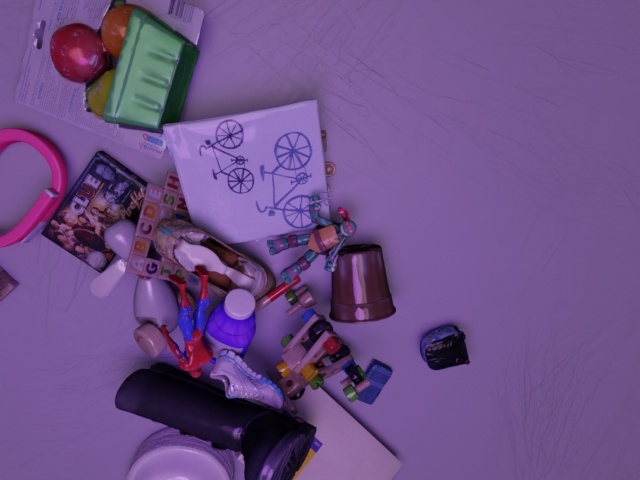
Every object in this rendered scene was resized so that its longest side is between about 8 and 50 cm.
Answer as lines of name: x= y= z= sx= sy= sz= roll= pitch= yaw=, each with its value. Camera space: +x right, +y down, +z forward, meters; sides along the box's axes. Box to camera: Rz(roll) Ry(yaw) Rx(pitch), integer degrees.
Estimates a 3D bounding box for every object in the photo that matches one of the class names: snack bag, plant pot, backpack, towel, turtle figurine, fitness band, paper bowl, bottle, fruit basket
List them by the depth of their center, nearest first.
fruit basket: x=-0.450 y=-0.387 z=1.039 sx=0.352 sy=0.165 sz=0.327 roll=22 pitch=102 yaw=6
fitness band: x=-0.708 y=-0.115 z=1.102 sx=0.209 sy=0.054 sz=0.291 roll=43 pitch=98 yaw=-2
snack bag: x=-0.152 y=-0.136 z=1.106 sx=0.342 sy=0.037 sz=0.323 roll=-12 pitch=123 yaw=-6
turtle figurine: x=0.000 y=0.000 z=1.120 sx=0.234 sy=0.118 sz=0.175 roll=-29 pitch=67 yaw=18
bottle: x=-0.214 y=0.209 z=1.153 sx=0.118 sy=0.092 sz=0.283 roll=26 pitch=141 yaw=-1
plant pot: x=0.094 y=0.099 z=1.193 sx=0.166 sy=0.167 sz=0.165 roll=-8 pitch=98 yaw=-2
backpack: x=0.322 y=0.285 z=1.291 sx=0.114 sy=0.084 sz=0.105 roll=-16 pitch=105 yaw=-5
paper bowl: x=-0.379 y=0.662 z=1.311 sx=0.283 sy=0.148 sz=0.285 roll=-1 pitch=107 yaw=-5
towel: x=0.143 y=0.390 z=1.335 sx=0.067 sy=0.029 sz=0.120 roll=28 pitch=101 yaw=-11

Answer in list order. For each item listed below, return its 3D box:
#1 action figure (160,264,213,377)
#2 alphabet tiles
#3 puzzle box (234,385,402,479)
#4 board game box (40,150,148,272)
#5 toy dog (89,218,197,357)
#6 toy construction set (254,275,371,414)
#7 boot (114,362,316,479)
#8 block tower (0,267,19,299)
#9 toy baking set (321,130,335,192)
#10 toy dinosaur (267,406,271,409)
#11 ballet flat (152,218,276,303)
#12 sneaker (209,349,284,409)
action figure: x=-0.300 y=0.177 z=1.080 sx=0.091 sy=0.139 sz=0.281 roll=-20 pitch=125 yaw=-38
alphabet tiles: x=-0.329 y=-0.026 z=1.116 sx=0.198 sy=0.009 sz=0.238 roll=21 pitch=79 yaw=-52
puzzle box: x=0.005 y=0.587 z=1.317 sx=0.409 sy=0.052 sz=0.272 roll=46 pitch=75 yaw=-14
board game box: x=-0.519 y=-0.065 z=1.155 sx=0.165 sy=0.042 sz=0.243 roll=36 pitch=100 yaw=-12
toy dog: x=-0.424 y=0.104 z=1.155 sx=0.160 sy=0.220 sz=0.334 roll=5 pitch=104 yaw=34
toy construction set: x=-0.067 y=0.273 z=1.178 sx=0.237 sy=0.257 sz=0.309 roll=-34 pitch=83 yaw=-3
boot: x=-0.255 y=0.400 z=1.081 sx=0.444 sy=0.367 sz=0.146 roll=21 pitch=78 yaw=13
block tower: x=-0.877 y=0.022 z=1.126 sx=0.091 sy=0.097 sz=0.335 roll=-38 pitch=106 yaw=7
toy baking set: x=-0.081 y=-0.164 z=1.167 sx=0.256 sy=0.030 sz=0.197 roll=-29 pitch=106 yaw=4
toy dinosaur: x=-0.119 y=0.502 z=1.345 sx=0.182 sy=0.053 sz=0.093 roll=-13 pitch=120 yaw=3
ballet flat: x=-0.220 y=0.066 z=1.115 sx=0.123 sy=0.123 sz=0.348 roll=-48 pitch=125 yaw=9
sneaker: x=-0.172 y=0.339 z=1.115 sx=0.190 sy=0.083 sz=0.071 roll=35 pitch=134 yaw=1
